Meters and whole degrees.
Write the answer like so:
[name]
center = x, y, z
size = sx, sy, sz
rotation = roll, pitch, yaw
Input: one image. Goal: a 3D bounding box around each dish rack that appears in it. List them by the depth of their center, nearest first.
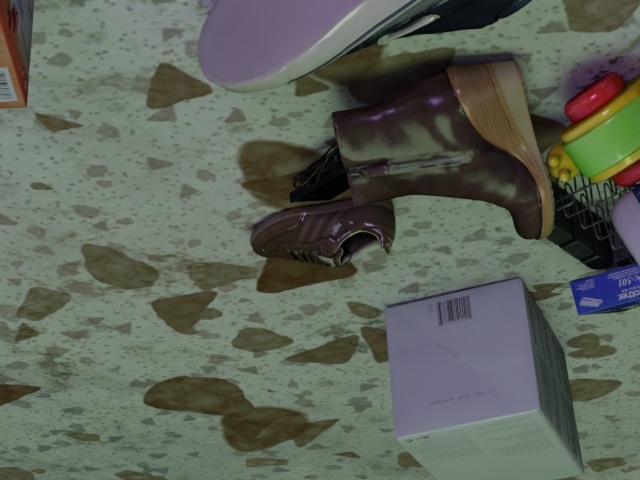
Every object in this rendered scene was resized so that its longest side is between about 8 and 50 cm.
[dish rack]
center = 0.376, -0.060, 1.599
size = 0.271, 0.074, 0.208
rotation = -26, 145, 31

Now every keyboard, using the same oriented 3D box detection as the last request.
[keyboard]
center = 0.040, -0.097, 1.557
size = 0.192, 0.038, 0.100
rotation = -31, 163, 37

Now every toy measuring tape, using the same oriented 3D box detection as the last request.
[toy measuring tape]
center = 0.348, -0.140, 1.401
size = 0.121, 0.121, 0.330
rotation = 20, 143, -33

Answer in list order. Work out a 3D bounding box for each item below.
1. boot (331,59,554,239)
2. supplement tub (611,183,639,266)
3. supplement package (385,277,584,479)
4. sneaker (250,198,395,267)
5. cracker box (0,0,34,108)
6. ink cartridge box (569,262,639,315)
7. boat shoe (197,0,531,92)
[boot]
center = 0.135, -0.075, 1.491
size = 0.207, 0.090, 0.248
rotation = -18, 129, 5
[supplement tub]
center = 0.489, -0.031, 1.406
size = 0.325, 0.235, 0.235
rotation = -37, 141, 12
[supplement package]
center = 0.230, 0.212, 1.929
size = 0.199, 0.198, 0.262
rotation = -14, 148, 17
[sneaker]
center = 0.000, 0.000, 1.668
size = 0.188, 0.071, 0.066
rotation = -16, 148, 21
[cracker box]
center = -0.263, -0.239, 1.070
size = 0.067, 0.232, 0.155
rotation = -3, 150, -2
[ink cartridge box]
center = 0.392, 0.061, 1.753
size = 0.097, 0.046, 0.207
rotation = -18, 171, 25
[boat shoe]
center = 0.055, -0.211, 1.255
size = 0.340, 0.127, 0.158
rotation = -22, 155, 37
